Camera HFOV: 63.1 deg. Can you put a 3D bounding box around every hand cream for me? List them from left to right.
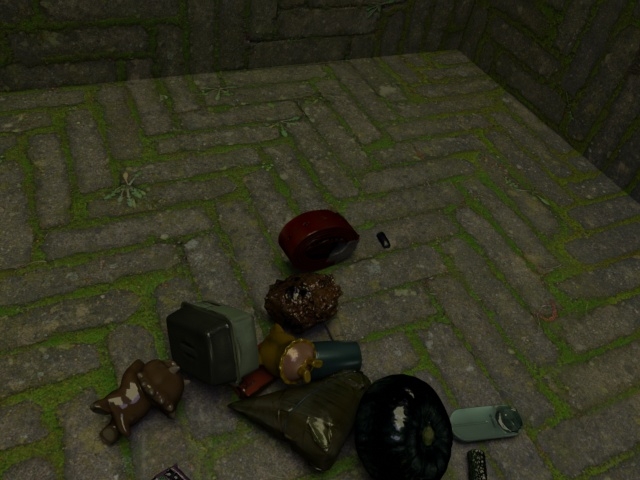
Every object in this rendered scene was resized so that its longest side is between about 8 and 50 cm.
[{"bbox_3d":[0.059,0.321,1.794,0.061,0.039,0.143,-8,44,-17],"label":"hand cream"}]

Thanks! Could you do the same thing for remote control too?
[{"bbox_3d":[0.513,0.571,1.624,0.247,0.052,0.104,-1,48,-12],"label":"remote control"}]

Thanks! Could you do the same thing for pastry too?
[{"bbox_3d":[-0.057,0.215,1.776,0.275,0.193,0.275,-10,6,1],"label":"pastry"}]

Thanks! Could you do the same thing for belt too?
[{"bbox_3d":[0.000,0.000,1.961,0.324,0.227,0.115,-3,44,-39],"label":"belt"}]

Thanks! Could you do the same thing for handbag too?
[{"bbox_3d":[-0.200,0.410,1.646,0.127,0.063,0.190,40,48,25],"label":"handbag"}]

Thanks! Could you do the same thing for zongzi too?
[{"bbox_3d":[-0.052,0.476,1.568,0.360,0.160,0.323,15,31,26],"label":"zongzi"}]

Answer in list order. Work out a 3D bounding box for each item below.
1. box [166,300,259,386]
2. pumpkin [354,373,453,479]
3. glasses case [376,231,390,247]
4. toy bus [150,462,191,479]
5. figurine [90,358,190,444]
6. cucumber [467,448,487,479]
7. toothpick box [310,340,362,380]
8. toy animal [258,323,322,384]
[{"bbox_3d":[-0.324,0.302,1.556,0.166,0.220,0.290,-17,17,-42],"label":"box"},{"bbox_3d":[0.222,0.538,1.456,0.315,0.238,0.315,18,64,-41],"label":"pumpkin"},{"bbox_3d":[0.260,-0.005,2.149,0.033,0.023,0.083,-9,48,-20],"label":"glasses case"},{"bbox_3d":[-0.358,0.671,1.348,0.178,0.087,0.098,34,48,17],"label":"toy bus"},{"bbox_3d":[-0.488,0.449,1.472,0.173,0.177,0.247,12,31,27],"label":"figurine"},{"bbox_3d":[0.452,0.698,1.489,0.058,0.058,0.187,13,46,2],"label":"cucumber"},{"bbox_3d":[0.038,0.380,1.675,0.184,0.120,0.120,-3,47,-16],"label":"toothpick box"},{"bbox_3d":[-0.098,0.350,1.563,0.230,0.156,0.156,13,38,43],"label":"toy animal"}]
